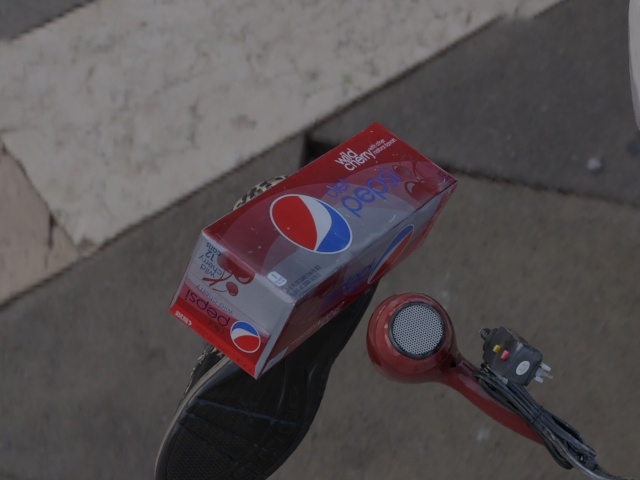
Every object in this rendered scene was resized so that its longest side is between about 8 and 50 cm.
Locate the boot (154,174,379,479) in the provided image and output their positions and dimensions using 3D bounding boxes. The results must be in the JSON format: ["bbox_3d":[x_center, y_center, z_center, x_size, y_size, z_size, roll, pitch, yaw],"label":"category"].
[{"bbox_3d":[-0.081,0.101,1.668,0.138,0.284,0.377,26,100,-20],"label":"boot"}]

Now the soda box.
[{"bbox_3d":[0.000,0.000,1.116,0.092,0.083,0.263,37,36,14],"label":"soda box"}]

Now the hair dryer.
[{"bbox_3d":[0.129,0.136,1.297,0.080,0.223,0.293,-45,34,-12],"label":"hair dryer"}]

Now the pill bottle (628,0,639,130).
[{"bbox_3d":[0.422,-0.170,1.271,0.283,0.160,0.160,-3,62,6],"label":"pill bottle"}]
